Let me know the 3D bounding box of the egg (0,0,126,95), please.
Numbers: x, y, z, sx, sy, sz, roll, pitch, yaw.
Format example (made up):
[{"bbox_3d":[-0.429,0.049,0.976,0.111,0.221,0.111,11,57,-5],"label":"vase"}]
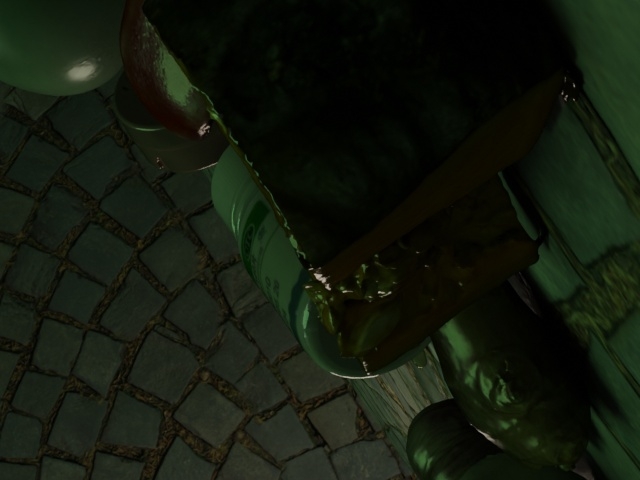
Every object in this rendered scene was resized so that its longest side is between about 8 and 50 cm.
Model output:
[{"bbox_3d":[-0.386,-0.361,1.690,0.389,0.276,0.276,54,175,-9],"label":"egg"}]

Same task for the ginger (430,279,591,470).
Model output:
[{"bbox_3d":[0.107,0.054,0.859,0.334,0.081,0.148,61,-171,-27],"label":"ginger"}]

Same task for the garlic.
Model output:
[{"bbox_3d":[0.149,0.213,1.263,0.147,0.102,0.159,44,-168,-26],"label":"garlic"}]

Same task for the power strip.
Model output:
[{"bbox_3d":[-0.137,-0.152,1.414,0.154,0.154,0.078,51,175,45],"label":"power strip"}]

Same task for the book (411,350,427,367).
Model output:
[{"bbox_3d":[0.004,-0.011,1.577,0.239,0.035,0.352,58,174,-31],"label":"book"}]

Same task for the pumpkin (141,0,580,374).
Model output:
[{"bbox_3d":[0.039,-0.030,0.625,0.280,0.139,0.190,58,175,-29],"label":"pumpkin"}]

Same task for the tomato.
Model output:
[{"bbox_3d":[-0.108,-0.163,1.002,0.166,0.082,0.174,-150,66,-76],"label":"tomato"}]

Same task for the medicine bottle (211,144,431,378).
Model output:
[{"bbox_3d":[0.000,0.000,1.124,0.237,0.139,0.139,47,169,50],"label":"medicine bottle"}]

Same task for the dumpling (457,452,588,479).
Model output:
[{"bbox_3d":[0.180,0.253,1.041,0.193,0.147,0.258,20,-170,16],"label":"dumpling"}]
